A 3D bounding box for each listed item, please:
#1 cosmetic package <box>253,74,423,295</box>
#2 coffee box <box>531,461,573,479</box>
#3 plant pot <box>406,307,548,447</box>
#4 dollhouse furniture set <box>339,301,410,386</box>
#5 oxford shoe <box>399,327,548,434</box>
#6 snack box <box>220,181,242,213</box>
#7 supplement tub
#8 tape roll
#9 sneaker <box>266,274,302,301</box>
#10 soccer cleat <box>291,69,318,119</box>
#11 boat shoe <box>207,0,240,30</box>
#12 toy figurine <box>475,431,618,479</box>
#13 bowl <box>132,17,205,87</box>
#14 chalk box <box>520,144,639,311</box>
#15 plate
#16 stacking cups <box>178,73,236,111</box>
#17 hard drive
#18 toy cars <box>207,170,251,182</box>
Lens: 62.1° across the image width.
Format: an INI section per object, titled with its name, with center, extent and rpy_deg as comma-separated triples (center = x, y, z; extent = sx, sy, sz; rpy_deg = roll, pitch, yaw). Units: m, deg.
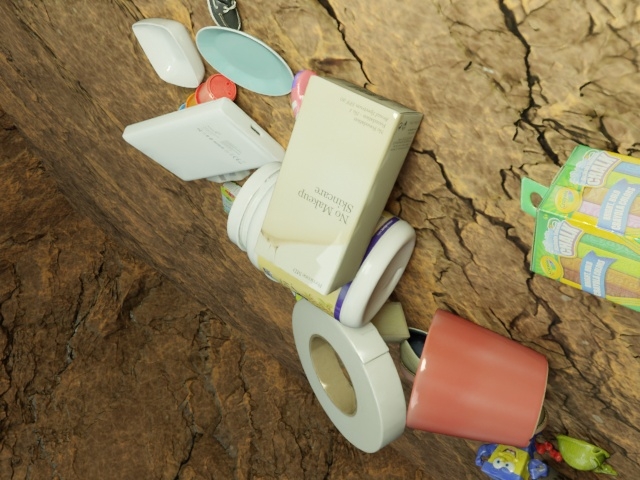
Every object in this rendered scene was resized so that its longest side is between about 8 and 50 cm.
[cosmetic package]
center = 0.022, -0.088, 0.858
extent = 0.160, 0.113, 0.309
rpy_deg = 29, 113, 21
[coffee box]
center = 0.637, 0.732, 1.429
extent = 0.168, 0.119, 0.297
rpy_deg = 27, -172, 26
[plant pot]
center = 0.334, 0.305, 1.133
extent = 0.243, 0.275, 0.275
rpy_deg = 15, 149, 18
[dollhouse furniture set]
center = 0.090, 0.254, 1.394
extent = 0.161, 0.212, 0.242
rpy_deg = 7, 145, -29
[oxford shoe]
center = 0.357, 0.341, 1.308
extent = 0.397, 0.140, 0.146
rpy_deg = 20, 142, 34
[snack box]
center = -0.228, -0.101, 1.496
extent = 0.100, 0.037, 0.141
rpy_deg = 36, 156, 11
[supplement tub]
center = 0.000, 0.000, 1.093
extent = 0.331, 0.241, 0.241
rpy_deg = 31, 155, 19
[tape roll]
center = 0.056, 0.302, 1.250
extent = 0.392, 0.072, 0.392
rpy_deg = 47, 148, 41
[sneaker]
center = -0.054, 0.099, 1.539
extent = 0.300, 0.111, 0.121
rpy_deg = 44, 146, -23
[soccer cleat]
center = -0.010, -0.198, 0.966
extent = 0.095, 0.083, 0.248
rpy_deg = 26, 156, 39
[boat shoe]
center = -0.160, -0.398, 0.872
extent = 0.038, 0.046, 0.125
rpy_deg = 23, 144, 42
[toy figurine]
center = 0.539, 0.593, 1.381
extent = 0.362, 0.217, 0.191
rpy_deg = 7, 141, 51
[bowl]
center = -0.298, -0.387, 1.078
extent = 0.142, 0.053, 0.142
rpy_deg = 22, 151, 36
[chalk box]
center = 0.353, -0.022, 0.676
extent = 0.213, 0.132, 0.132
rpy_deg = 23, 151, 33
[plate]
center = -0.128, -0.319, 0.936
extent = 0.188, 0.024, 0.188
rpy_deg = 22, 168, 5
[stacking cups]
center = -0.276, -0.279, 1.183
extent = 0.096, 0.096, 0.316
rpy_deg = 46, 156, -14
[hard drive]
center = -0.257, -0.211, 1.169
extent = 0.307, 0.040, 0.203
rpy_deg = -4, 154, 35
[toy cars]
center = -0.189, -0.127, 1.334
extent = 0.393, 0.087, 0.176
rpy_deg = 37, 156, 6
